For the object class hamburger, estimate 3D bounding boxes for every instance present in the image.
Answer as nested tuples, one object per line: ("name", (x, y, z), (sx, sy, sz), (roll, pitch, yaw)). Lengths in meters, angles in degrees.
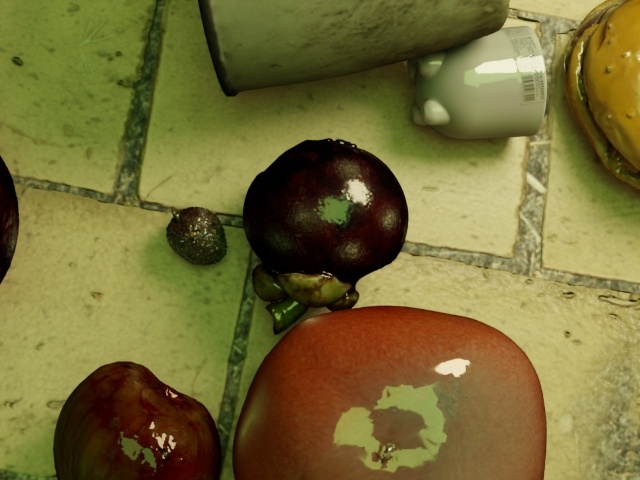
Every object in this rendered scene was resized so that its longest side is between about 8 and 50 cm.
("hamburger", (0.456, -0.200, 1.296), (0.319, 0.158, 0.318), (1, 77, -6))

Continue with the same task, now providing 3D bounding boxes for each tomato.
("tomato", (0.079, 0.227, 1.104), (0.342, 0.273, 0.341), (2, 79, -7))

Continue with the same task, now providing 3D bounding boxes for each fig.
("fig", (-0.218, 0.274, 1.146), (0.191, 0.190, 0.290), (22, 118, -3))

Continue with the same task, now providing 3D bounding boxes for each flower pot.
("flower pot", (0.032, -0.328, 1.168), (0.330, 0.293, 0.293), (-8, 80, 2))

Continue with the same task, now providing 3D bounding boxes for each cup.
("cup", (0.181, -0.207, 1.273), (0.142, 0.134, 0.173), (-5, 81, -6))

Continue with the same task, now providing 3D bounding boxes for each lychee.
("lychee", (-0.144, -0.007, 1.225), (0.067, 0.068, 0.083), (-45, 104, -32))

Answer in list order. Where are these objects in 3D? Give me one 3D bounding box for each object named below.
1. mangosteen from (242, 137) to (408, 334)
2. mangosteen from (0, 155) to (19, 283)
("mangosteen", (0.000, 0.000, 1.185), (0.194, 0.194, 0.230), (13, 88, -5))
("mangosteen", (-0.461, -0.040, 1.098), (0.297, 0.313, 0.296), (-4, 122, -7))
